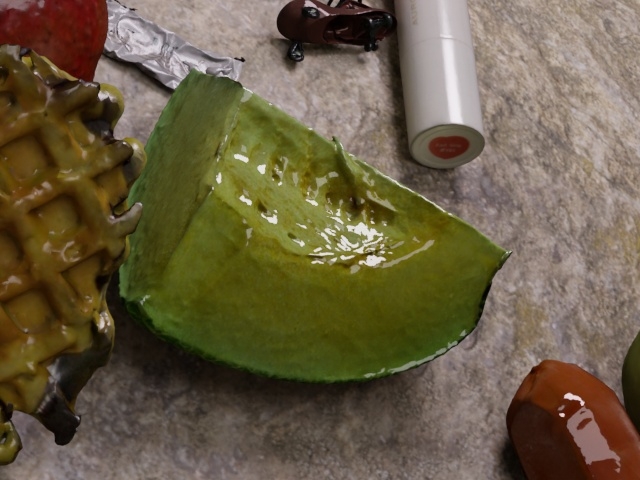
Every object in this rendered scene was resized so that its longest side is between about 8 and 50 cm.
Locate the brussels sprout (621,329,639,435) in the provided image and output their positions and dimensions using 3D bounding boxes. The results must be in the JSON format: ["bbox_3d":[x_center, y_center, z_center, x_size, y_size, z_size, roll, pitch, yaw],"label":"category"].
[{"bbox_3d":[0.451,0.168,1.851,0.273,0.243,0.316,51,36,-5],"label":"brussels sprout"}]

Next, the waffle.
[{"bbox_3d":[-0.339,0.002,1.466,0.380,0.095,0.382,17,93,-26],"label":"waffle"}]

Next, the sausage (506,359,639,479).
[{"bbox_3d":[0.278,0.242,1.777,0.133,0.133,0.258,-8,60,-35],"label":"sausage"}]

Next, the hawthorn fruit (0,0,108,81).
[{"bbox_3d":[-0.348,-0.202,1.594,0.307,0.265,0.265,18,51,-34],"label":"hawthorn fruit"}]

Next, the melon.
[{"bbox_3d":[0.000,0.000,1.722,0.343,0.226,0.331,34,36,-24],"label":"melon"}]

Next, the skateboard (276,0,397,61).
[{"bbox_3d":[0.017,-0.252,2.005,0.151,0.067,0.080,-5,42,-35],"label":"skateboard"}]

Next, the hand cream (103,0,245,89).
[{"bbox_3d":[-0.199,-0.224,1.859,0.257,0.050,0.084,33,50,-16],"label":"hand cream"}]

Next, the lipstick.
[{"bbox_3d":[0.132,-0.240,2.043,0.087,0.087,0.327,13,53,-24],"label":"lipstick"}]
